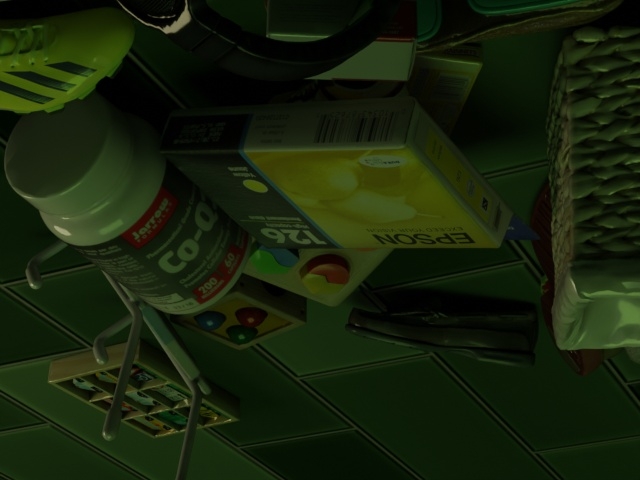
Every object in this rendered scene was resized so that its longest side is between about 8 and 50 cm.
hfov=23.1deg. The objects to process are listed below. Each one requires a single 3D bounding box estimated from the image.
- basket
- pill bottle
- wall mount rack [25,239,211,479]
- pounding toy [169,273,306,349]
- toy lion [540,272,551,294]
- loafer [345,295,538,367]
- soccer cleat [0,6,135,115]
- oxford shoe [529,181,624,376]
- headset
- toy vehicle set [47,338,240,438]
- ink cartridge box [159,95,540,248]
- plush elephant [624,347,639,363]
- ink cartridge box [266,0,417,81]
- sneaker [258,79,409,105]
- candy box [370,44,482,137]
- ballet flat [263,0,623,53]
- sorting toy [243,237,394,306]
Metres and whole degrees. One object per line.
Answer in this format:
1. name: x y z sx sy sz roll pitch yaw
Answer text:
1. basket: 0.390 -0.043 1.551 0.328 0.266 0.331 -3 166 5
2. pill bottle: -0.210 -0.043 1.739 0.161 0.161 0.283 -13 149 24
3. wall mount rack: -0.233 0.154 1.952 0.130 0.304 0.350 -35 141 -4
4. pounding toy: -0.113 0.053 1.984 0.181 0.094 0.206 -24 144 38
5. toy lion: 0.343 0.059 2.056 0.100 0.034 0.096 -25 135 38
6. loafer: 0.167 0.111 2.126 0.267 0.084 0.096 11 -179 -11
7. soccer cleat: -0.324 -0.183 1.557 0.289 0.093 0.121 -11 143 20
8. oxford shoe: 0.342 0.023 1.925 0.130 0.123 0.348 -27 144 -11
9. headset: -0.115 -0.281 1.249 0.394 0.243 0.185 33 154 -19
10. toy vehicle set: -0.262 0.229 2.376 0.166 0.035 0.267 -16 148 27
11. ink cartridge box: 0.034 -0.045 1.663 0.303 0.072 0.307 -1 150 34
12. plush elephant: 0.578 0.132 1.930 0.255 0.272 0.330 -20 -173 45
13. ink cartridge box: 0.018 -0.232 1.369 0.127 0.175 0.072 2 154 -1
14. sneaker: 0.009 -0.154 1.626 0.185 0.069 0.084 2 132 30
15. candy box: 0.098 -0.147 1.679 0.105 0.027 0.206 9 151 -7
16. ballet flat: 0.123 -0.227 1.472 0.342 0.116 0.124 -8 169 8
17. sorting toy: 0.000 0.000 1.891 0.208 0.038 0.193 19 130 -32
